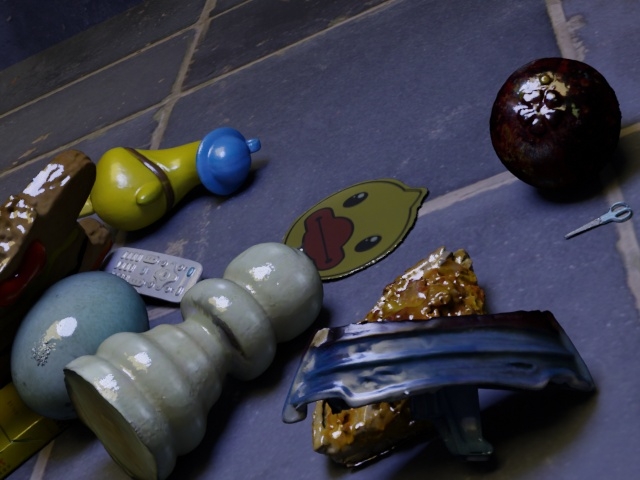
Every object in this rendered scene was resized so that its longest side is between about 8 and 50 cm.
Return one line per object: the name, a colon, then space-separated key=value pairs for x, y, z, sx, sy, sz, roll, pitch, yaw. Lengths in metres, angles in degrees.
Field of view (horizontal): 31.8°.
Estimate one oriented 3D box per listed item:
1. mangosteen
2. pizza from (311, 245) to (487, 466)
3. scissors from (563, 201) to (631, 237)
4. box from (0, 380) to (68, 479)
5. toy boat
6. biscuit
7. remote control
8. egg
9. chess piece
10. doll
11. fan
mangosteen: x=0.293 y=-0.140 z=1.401 sx=0.172 sy=0.184 sz=0.172 roll=-2 pitch=75 yaw=7
pizza: x=0.089 y=0.119 z=1.238 sx=0.161 sy=0.085 sz=0.305 roll=5 pitch=46 yaw=46
scissors: x=0.324 y=-0.021 z=1.318 sx=0.083 sy=0.006 sz=0.036 roll=-26 pitch=31 yaw=9
box: x=-0.486 y=0.304 z=1.536 sx=0.279 sy=0.041 sz=0.153 roll=-40 pitch=28 yaw=-15
toy boat: x=0.115 y=0.147 z=1.096 sx=0.309 sy=0.142 sz=0.129 roll=-5 pitch=-11 yaw=-4
biscuit: x=-0.417 y=0.077 z=1.563 sx=0.368 sy=0.076 sz=0.394 roll=-54 pitch=-6 yaw=-20
remote control: x=-0.262 y=0.057 z=1.712 sx=0.229 sy=0.044 sz=0.073 roll=9 pitch=59 yaw=41
egg: x=-0.319 y=0.139 z=1.499 sx=0.169 sy=0.169 sz=0.236 roll=-18 pitch=29 yaw=23
chess piece: x=-0.134 y=0.128 z=1.372 sx=0.330 sy=0.182 sz=0.182 roll=-39 pitch=29 yaw=-27
doll: x=-0.270 y=-0.108 z=1.880 sx=0.363 sy=0.145 sz=0.199 roll=-18 pitch=26 yaw=10
fan: x=0.000 y=0.001 z=1.583 sx=0.335 sy=0.011 sz=0.229 roll=-25 pitch=29 yaw=7
